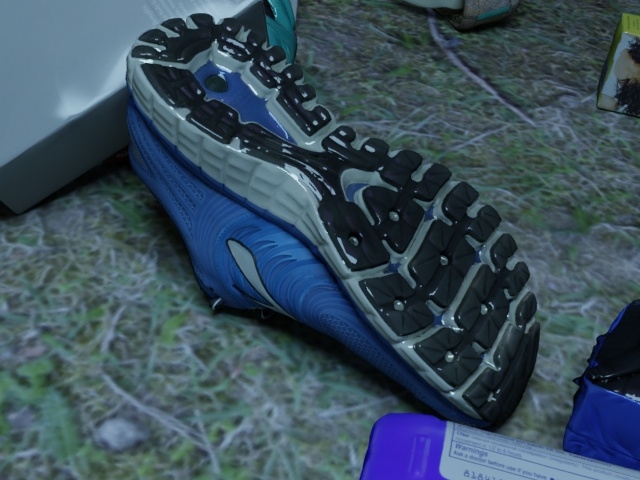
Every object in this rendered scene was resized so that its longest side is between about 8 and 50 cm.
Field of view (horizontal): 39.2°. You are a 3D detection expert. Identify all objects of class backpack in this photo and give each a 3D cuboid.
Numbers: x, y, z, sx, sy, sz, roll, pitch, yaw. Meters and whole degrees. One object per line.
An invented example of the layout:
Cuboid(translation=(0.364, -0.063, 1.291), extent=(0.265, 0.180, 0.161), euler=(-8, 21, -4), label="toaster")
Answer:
Cuboid(translation=(0.201, 0.095, 0.533), extent=(0.098, 0.101, 0.120), euler=(25, 39, 17), label="backpack")

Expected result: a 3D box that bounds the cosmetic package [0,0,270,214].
Cuboid(translation=(-0.168, -0.139, 0.658), extent=(0.238, 0.107, 0.127), euler=(-33, 80, -5), label="cosmetic package")

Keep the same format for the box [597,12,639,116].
Cuboid(translation=(0.397, -0.151, 0.876), extent=(0.232, 0.087, 0.058), euler=(13, 38, 8), label="box")

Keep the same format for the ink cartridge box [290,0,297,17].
Cuboid(translation=(-0.123, -0.260, 0.939), extent=(0.180, 0.060, 0.104), euler=(-6, 42, -16), label="ink cartridge box")

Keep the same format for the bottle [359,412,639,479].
Cuboid(translation=(0.150, 0.167, 0.424), extent=(0.283, 0.118, 0.092), euler=(13, 39, 8), label="bottle")

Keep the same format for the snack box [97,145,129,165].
Cuboid(translation=(-0.229, -0.080, 0.734), extent=(0.178, 0.022, 0.064), euler=(-11, 41, -21), label="snack box")

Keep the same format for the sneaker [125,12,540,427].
Cuboid(translation=(0.000, 0.000, 0.597), extent=(0.330, 0.147, 0.130), euler=(43, 53, 9), label="sneaker")

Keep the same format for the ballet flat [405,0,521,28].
Cuboid(translation=(0.089, -0.338, 1.041), extent=(0.106, 0.107, 0.316), euler=(-35, 54, -23), label="ballet flat")

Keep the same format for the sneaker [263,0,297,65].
Cuboid(translation=(-0.142, -0.220, 0.816), extent=(0.296, 0.123, 0.178), euler=(31, 40, 7), label="sneaker")
